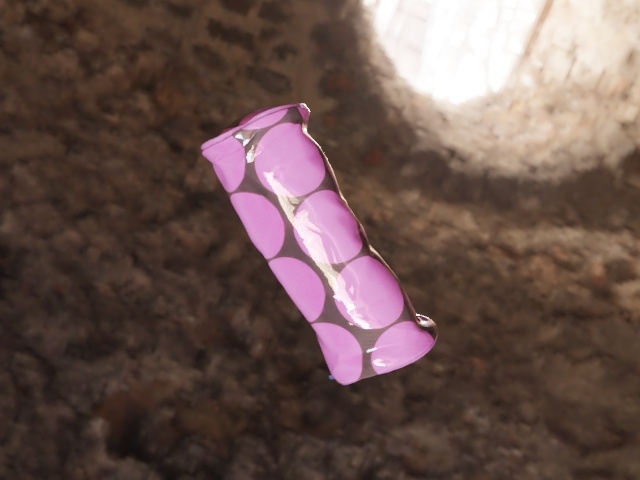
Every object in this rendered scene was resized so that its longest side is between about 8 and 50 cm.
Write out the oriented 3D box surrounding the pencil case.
[{"bbox_3d":[0.000,0.000,1.000,0.209,0.095,0.098,61,-152,-8],"label":"pencil case"}]
